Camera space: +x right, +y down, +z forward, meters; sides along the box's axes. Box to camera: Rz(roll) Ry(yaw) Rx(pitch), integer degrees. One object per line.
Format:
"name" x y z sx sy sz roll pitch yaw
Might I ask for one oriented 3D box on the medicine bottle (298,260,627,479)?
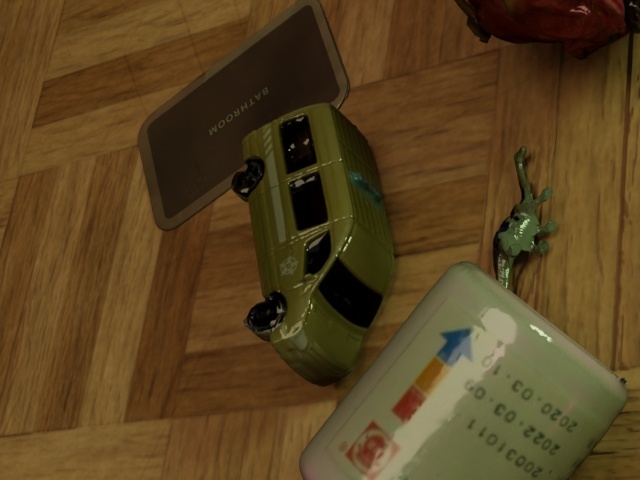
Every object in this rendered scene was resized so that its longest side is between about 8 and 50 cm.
"medicine bottle" 0.080 0.173 1.073 0.293 0.170 0.170 -51 44 3

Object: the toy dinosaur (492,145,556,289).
"toy dinosaur" 0.168 -0.001 1.200 0.058 0.037 0.180 -26 39 58

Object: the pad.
"pad" -0.088 -0.135 1.521 0.266 0.002 0.176 -35 48 20

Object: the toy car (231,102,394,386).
"toy car" 0.000 0.000 1.295 0.124 0.101 0.257 -28 49 21

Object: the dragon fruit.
"dragon fruit" 0.198 -0.292 1.218 0.250 0.250 0.315 -21 37 31
